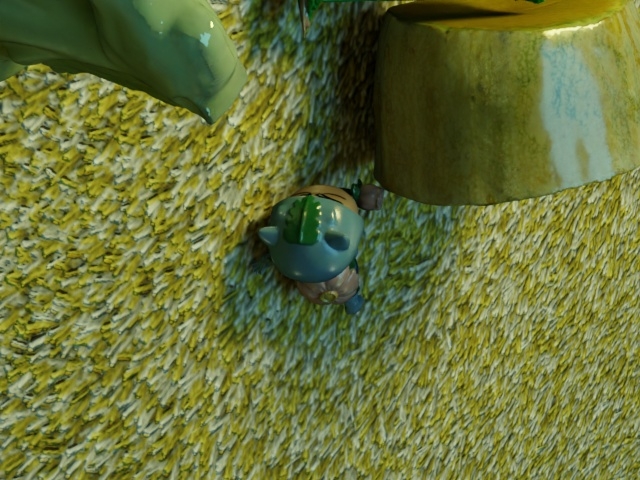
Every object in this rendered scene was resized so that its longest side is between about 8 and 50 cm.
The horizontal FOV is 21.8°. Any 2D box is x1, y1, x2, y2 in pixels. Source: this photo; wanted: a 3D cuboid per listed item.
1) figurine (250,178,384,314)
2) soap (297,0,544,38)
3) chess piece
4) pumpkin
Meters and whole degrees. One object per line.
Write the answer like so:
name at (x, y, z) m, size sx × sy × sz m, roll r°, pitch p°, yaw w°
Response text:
figurine at (0.005, -0.002, 1.785) m, size 0.144 × 0.114 × 0.178 m, roll -64°, pitch 154°, yaw -26°
soap at (0.103, -0.323, 1.708) m, size 0.273 × 0.098 × 0.218 m, roll -3°, pitch 105°, yaw -16°
chess piece at (-0.196, -0.186, 1.295) m, size 0.176 × 0.298 × 0.176 m, roll -25°, pitch 123°, yaw -46°
pumpkin at (0.204, -0.178, 1.813) m, size 0.332 × 0.332 × 0.199 m, roll -33°, pitch 119°, yaw -42°
